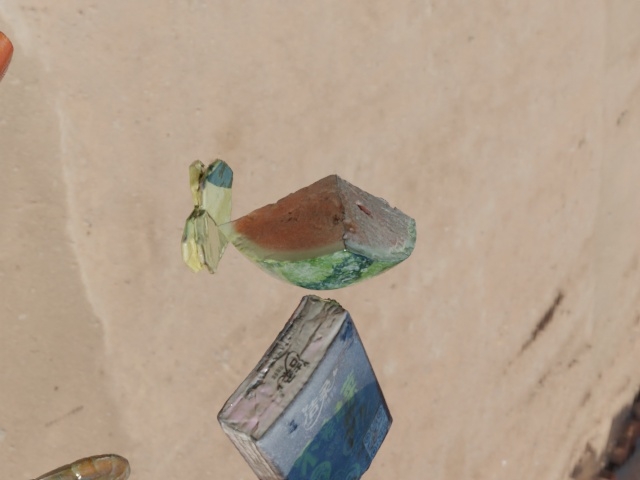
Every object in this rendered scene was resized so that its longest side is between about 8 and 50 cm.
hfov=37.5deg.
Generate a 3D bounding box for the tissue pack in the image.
[{"bbox_3d":[-0.008,0.323,1.709,0.288,0.124,0.394,-55,146,-25],"label":"tissue pack"}]

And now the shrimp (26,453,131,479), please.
[{"bbox_3d":[-0.454,0.448,1.668,0.251,0.052,0.143,-7,130,-27],"label":"shrimp"}]

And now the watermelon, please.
[{"bbox_3d":[0.000,0.000,1.455,0.176,0.260,0.256,65,13,6],"label":"watermelon"}]

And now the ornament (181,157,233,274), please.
[{"bbox_3d":[-0.191,-0.030,1.667,0.180,0.059,0.201,61,32,-65],"label":"ornament"}]

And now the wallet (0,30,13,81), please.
[{"bbox_3d":[-0.302,-0.053,0.674,0.045,0.142,0.204,38,52,-24],"label":"wallet"}]
